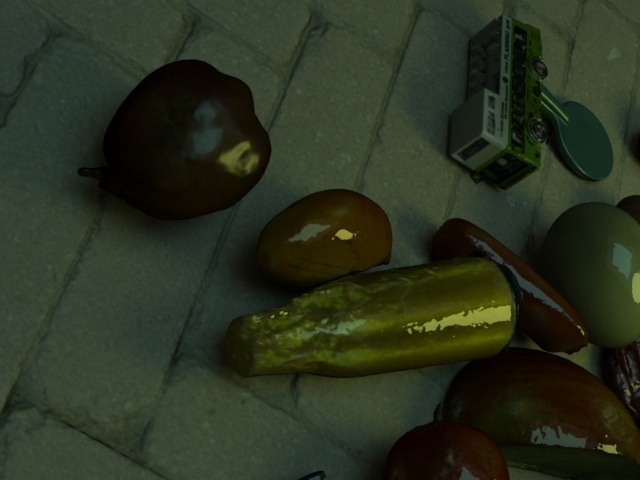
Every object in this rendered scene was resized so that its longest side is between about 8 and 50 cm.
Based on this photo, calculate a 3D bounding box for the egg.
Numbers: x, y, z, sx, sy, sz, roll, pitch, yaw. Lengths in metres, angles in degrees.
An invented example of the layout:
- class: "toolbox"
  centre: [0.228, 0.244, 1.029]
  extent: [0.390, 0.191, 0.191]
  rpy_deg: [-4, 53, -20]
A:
- class: "egg"
  centre: [0.456, 0.056, 1.875]
  extent: [0.186, 0.186, 0.241]
  rpy_deg: [-3, 81, -36]

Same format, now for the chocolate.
- class: "chocolate"
  centre: [0.074, 0.109, 1.596]
  extent: [0.445, 0.162, 0.162]
  rpy_deg: [-5, 72, -35]

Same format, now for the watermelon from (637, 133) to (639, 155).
- class: "watermelon"
  centre: [0.659, -0.173, 2.173]
  extent: [0.105, 0.105, 0.133]
  rpy_deg: [15, 41, -30]

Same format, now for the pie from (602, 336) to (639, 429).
- class: "pie"
  centre: [0.568, 0.234, 1.962]
  extent: [0.219, 0.054, 0.204]
  rpy_deg: [18, 60, -26]

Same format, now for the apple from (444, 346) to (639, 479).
- class: "apple"
  centre: [0.342, 0.272, 1.735]
  extent: [0.346, 0.254, 0.179]
  rpy_deg: [16, 101, -29]

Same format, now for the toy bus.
- class: "toy bus"
  centre: [0.306, -0.244, 1.960]
  extent: [0.139, 0.113, 0.301]
  rpy_deg: [24, 55, -25]

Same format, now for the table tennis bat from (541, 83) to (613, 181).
- class: "table tennis bat"
  centre: [0.453, -0.208, 2.089]
  extent: [0.244, 0.040, 0.153]
  rpy_deg: [40, 50, -21]

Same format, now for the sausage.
- class: "sausage"
  centre: [0.300, 0.071, 1.801]
  extent: [0.300, 0.089, 0.083]
  rpy_deg: [39, 42, -6]

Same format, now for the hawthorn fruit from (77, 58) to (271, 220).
- class: "hawthorn fruit"
  centre: [-0.197, -0.119, 1.499]
  extent: [0.248, 0.208, 0.208]
  rpy_deg: [-28, 87, -24]

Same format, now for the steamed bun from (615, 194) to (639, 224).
- class: "steamed bun"
  centre: [0.570, 0.009, 2.037]
  extent: [0.175, 0.106, 0.145]
  rpy_deg: [46, 44, -27]

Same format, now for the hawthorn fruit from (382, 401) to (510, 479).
- class: "hawthorn fruit"
  centre: [0.165, 0.317, 1.554]
  extent: [0.179, 0.179, 0.200]
  rpy_deg: [6, 68, -33]

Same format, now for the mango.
- class: "mango"
  centre: [0.000, 0.000, 1.606]
  extent: [0.252, 0.154, 0.126]
  rpy_deg: [-8, 65, -52]

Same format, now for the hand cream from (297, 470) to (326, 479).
- class: "hand cream"
  centre: [0.035, 0.433, 1.490]
  extent: [0.091, 0.058, 0.271]
  rpy_deg: [-19, 85, -51]
